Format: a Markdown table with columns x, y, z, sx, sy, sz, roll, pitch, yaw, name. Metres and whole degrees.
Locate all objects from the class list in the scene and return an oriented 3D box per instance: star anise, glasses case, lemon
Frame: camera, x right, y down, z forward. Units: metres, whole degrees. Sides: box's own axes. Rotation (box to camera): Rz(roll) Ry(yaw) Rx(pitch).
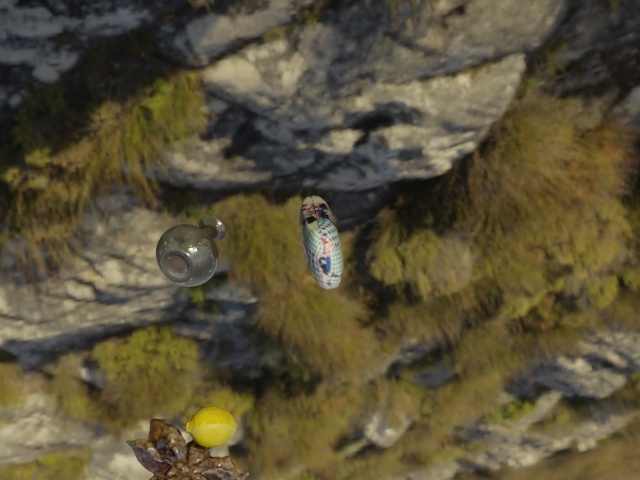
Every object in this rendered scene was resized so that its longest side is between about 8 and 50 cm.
| x | y | z | sx | sy | sz | roll | pitch | yaw | name |
| --- | --- | --- | --- | --- | --- | --- | --- | --- | --- |
| -0.201 | 0.366 | 1.552 | 0.196 | 0.212 | 0.073 | 8 | 136 | -26 | star anise |
| 0.000 | 0.000 | 2.011 | 0.076 | 0.125 | 0.327 | -12 | -162 | 0 | glasses case |
| -0.167 | 0.285 | 1.524 | 0.083 | 0.062 | 0.062 | 1 | 161 | -7 | lemon |

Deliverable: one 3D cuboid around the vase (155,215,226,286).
| x | y | z | sx | sy | sz | roll | pitch | yaw | name |
| --- | --- | --- | --- | --- | --- | --- | --- | --- | --- |
| -0.235 | 0.011 | 1.889 | 0.120 | 0.120 | 0.183 | -22 | -164 | 24 | vase |
